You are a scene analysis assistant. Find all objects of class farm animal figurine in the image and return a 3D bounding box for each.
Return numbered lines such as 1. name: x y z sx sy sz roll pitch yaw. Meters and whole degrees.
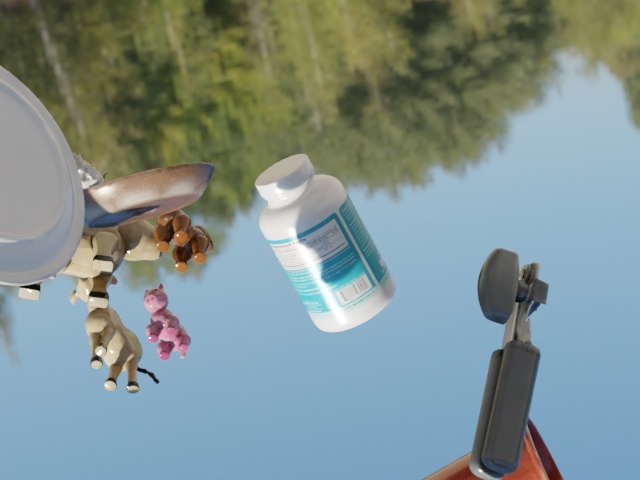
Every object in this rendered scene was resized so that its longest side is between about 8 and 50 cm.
1. farm animal figurine: -0.320 0.037 2.330 0.326 0.330 0.172 23 -150 -19

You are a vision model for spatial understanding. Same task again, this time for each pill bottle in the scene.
1. pill bottle: 0.000 0.000 2.440 0.146 0.264 0.146 -25 -161 9

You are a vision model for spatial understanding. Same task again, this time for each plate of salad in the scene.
1. plate of salad: -0.258 -0.054 1.169 0.048 0.200 0.200 -29 178 32

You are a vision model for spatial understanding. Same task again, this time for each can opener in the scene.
1. can opener: 0.213 0.145 1.913 0.095 0.283 0.076 21 154 -11

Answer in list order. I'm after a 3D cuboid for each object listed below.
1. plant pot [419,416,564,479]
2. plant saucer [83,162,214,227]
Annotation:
1. plant pot: 0.246 0.435 2.361 0.265 0.272 0.272 -26 -174 9
2. plant saucer: -0.224 -0.051 1.952 0.198 0.036 0.198 -15 175 -1
